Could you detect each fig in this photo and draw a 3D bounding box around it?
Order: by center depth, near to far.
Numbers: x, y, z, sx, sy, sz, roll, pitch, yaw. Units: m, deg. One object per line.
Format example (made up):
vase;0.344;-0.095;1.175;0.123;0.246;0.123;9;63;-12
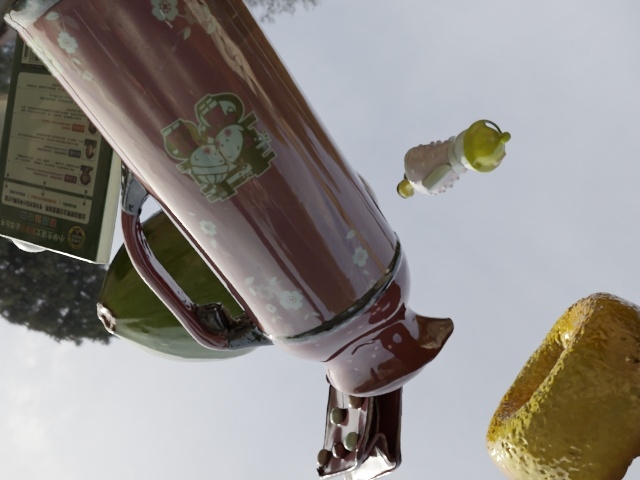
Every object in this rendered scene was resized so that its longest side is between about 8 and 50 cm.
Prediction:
fig;-0.219;0.078;1.195;0.316;0.316;0.316;-16;-129;21

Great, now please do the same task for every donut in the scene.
donut;0.162;0.098;0.452;0.058;0.152;0.152;36;-101;8

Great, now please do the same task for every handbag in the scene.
handbag;0.058;0.245;1.044;0.203;0.074;0.216;127;-27;-59

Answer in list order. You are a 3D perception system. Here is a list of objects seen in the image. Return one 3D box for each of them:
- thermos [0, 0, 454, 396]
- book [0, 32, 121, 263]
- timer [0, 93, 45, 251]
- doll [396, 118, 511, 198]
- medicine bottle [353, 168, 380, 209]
thermos;-0.040;-0.015;0.422;0.136;0.330;0.109;-46;-152;-21
book;-0.313;-0.120;0.848;0.202;0.027;0.264;12;-85;29
timer;-0.490;-0.114;1.141;0.233;0.233;0.240;-43;-147;-2
doll;0.193;-0.119;1.033;0.207;0.081;0.129;-21;-154;49
medicine bottle;0.000;0.000;1.356;0.236;0.406;0.235;0;-146;0
